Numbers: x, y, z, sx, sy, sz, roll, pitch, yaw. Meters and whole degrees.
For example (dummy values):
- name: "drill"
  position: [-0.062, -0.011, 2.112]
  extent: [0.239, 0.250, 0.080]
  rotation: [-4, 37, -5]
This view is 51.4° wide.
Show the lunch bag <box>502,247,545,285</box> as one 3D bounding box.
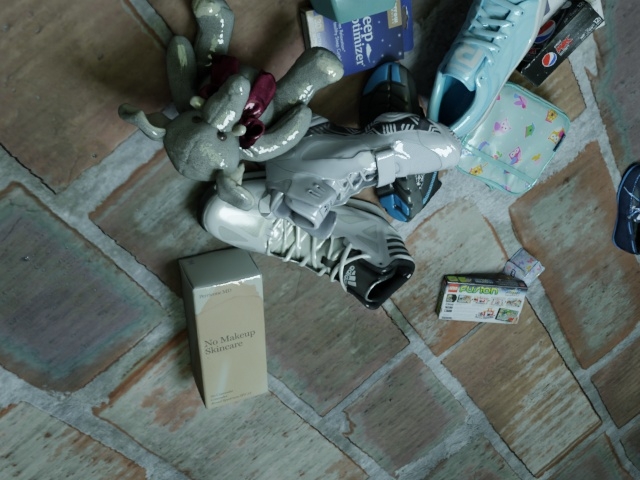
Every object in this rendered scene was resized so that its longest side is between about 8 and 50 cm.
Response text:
- name: "lunch bag"
  position: [0.516, 0.074, 1.702]
  extent: [0.083, 0.071, 0.053]
  rotation: [-47, 131, 7]

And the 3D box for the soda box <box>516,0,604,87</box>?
- name: "soda box"
  position: [0.450, -0.380, 1.272]
  extent: [0.060, 0.053, 0.169]
  rotation: [28, 117, -31]

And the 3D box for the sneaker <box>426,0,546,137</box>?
- name: "sneaker"
  position: [0.294, -0.337, 1.199]
  extent: [0.150, 0.135, 0.365]
  rotation: [-38, 149, -52]

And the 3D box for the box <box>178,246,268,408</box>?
- name: "box"
  position: [-0.197, 0.180, 1.373]
  extent: [0.148, 0.121, 0.311]
  rotation: [-13, 124, -19]

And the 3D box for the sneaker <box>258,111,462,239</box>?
- name: "sneaker"
  position: [0.063, -0.112, 1.188]
  extent: [0.366, 0.210, 0.137]
  rotation: [5, 152, 9]

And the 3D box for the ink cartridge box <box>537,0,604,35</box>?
- name: "ink cartridge box"
  position: [0.426, -0.493, 1.277]
  extent: [0.172, 0.100, 0.237]
  rotation: [-26, 128, 7]

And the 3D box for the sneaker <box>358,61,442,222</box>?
- name: "sneaker"
  position: [0.171, -0.209, 1.350]
  extent: [0.140, 0.125, 0.340]
  rotation: [-36, 134, -30]

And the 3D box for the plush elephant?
- name: "plush elephant"
  position: [-0.158, -0.199, 1.060]
  extent: [0.272, 0.255, 0.330]
  rotation: [31, 113, -11]

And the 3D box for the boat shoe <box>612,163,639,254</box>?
- name: "boat shoe"
  position: [0.853, -0.079, 1.769]
  extent: [0.109, 0.089, 0.258]
  rotation: [-24, 126, -13]

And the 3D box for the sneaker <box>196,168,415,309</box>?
- name: "sneaker"
  position: [0.001, -0.001, 1.279]
  extent: [0.448, 0.257, 0.169]
  rotation: [9, 114, -30]

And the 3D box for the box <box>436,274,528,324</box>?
- name: "box"
  position: [0.404, 0.149, 1.668]
  extent: [0.207, 0.036, 0.114]
  rotation: [5, 118, -6]

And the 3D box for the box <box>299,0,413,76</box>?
- name: "box"
  position: [0.079, -0.386, 1.229]
  extent: [0.225, 0.036, 0.136]
  rotation: [-21, 126, -16]

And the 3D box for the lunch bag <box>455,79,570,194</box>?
- name: "lunch bag"
  position: [0.396, -0.221, 1.441]
  extent: [0.279, 0.108, 0.224]
  rotation: [18, 109, -34]

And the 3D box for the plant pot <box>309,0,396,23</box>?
- name: "plant pot"
  position: [0.040, -0.485, 1.065]
  extent: [0.166, 0.165, 0.234]
  rotation: [-22, 125, -14]
